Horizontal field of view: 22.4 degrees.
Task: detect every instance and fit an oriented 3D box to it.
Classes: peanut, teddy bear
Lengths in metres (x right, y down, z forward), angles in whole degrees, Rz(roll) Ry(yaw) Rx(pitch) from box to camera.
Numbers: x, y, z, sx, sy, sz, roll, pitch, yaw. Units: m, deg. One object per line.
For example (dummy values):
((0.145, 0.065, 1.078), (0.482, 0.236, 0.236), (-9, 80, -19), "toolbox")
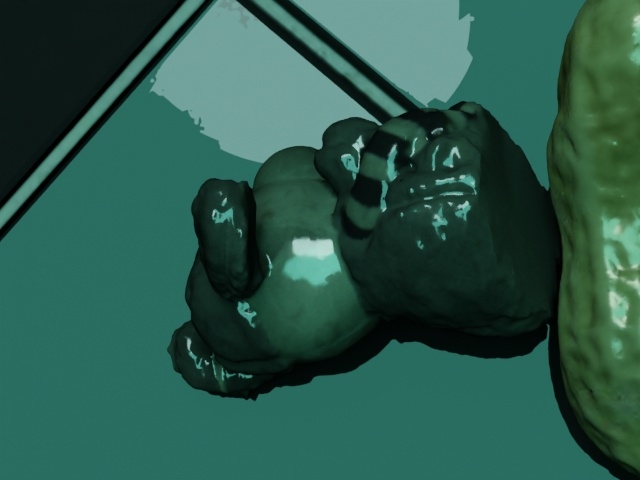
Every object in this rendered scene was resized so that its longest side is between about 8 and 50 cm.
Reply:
((0.206, -0.013, 0.930), (0.143, 0.159, 0.291), (0, 97, 27), "peanut")
((0.010, -0.008, 0.947), (0.251, 0.171, 0.144), (-9, 60, 11), "teddy bear")
